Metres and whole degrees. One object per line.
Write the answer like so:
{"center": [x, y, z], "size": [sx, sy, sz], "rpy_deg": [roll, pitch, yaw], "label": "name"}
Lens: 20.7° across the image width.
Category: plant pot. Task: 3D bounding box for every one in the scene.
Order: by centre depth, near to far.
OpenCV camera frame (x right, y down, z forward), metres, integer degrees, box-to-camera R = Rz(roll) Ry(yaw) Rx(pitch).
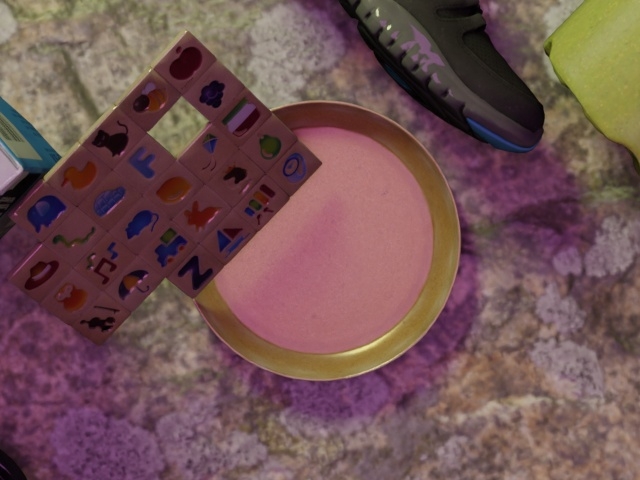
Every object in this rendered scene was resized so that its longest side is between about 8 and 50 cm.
{"center": [0.327, -0.161, 1.383], "size": [0.254, 0.276, 0.276], "rpy_deg": [-39, 92, 12], "label": "plant pot"}
{"center": [0.000, 0.000, 1.484], "size": [0.236, 0.032, 0.236], "rpy_deg": [0, 93, 0], "label": "plant pot"}

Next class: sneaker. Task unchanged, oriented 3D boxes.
{"center": [0.077, -0.217, 1.430], "size": [0.139, 0.125, 0.341], "rpy_deg": [-44, 94, -3], "label": "sneaker"}

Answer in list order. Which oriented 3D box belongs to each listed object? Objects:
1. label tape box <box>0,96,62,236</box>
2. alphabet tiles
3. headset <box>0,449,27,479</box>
{"center": [-0.367, 0.028, 1.371], "size": [0.115, 0.249, 0.348], "rpy_deg": [44, 91, -2], "label": "label tape box"}
{"center": [-0.131, -0.027, 1.395], "size": [0.237, 0.009, 0.198], "rpy_deg": [-46, 135, 1], "label": "alphabet tiles"}
{"center": [-0.274, 0.251, 1.397], "size": [0.394, 0.243, 0.185], "rpy_deg": [24, 121, -30], "label": "headset"}
